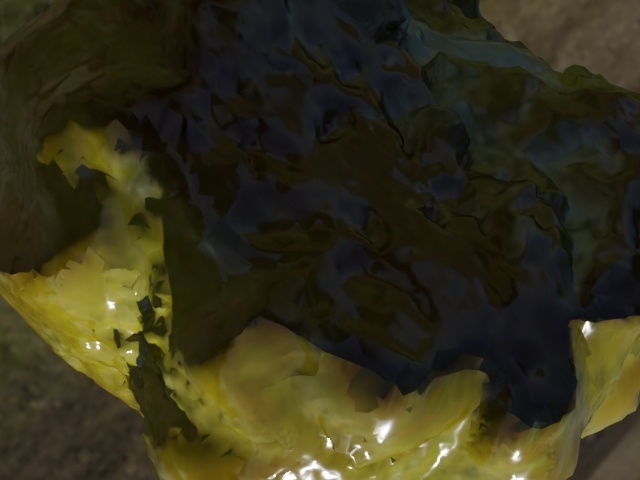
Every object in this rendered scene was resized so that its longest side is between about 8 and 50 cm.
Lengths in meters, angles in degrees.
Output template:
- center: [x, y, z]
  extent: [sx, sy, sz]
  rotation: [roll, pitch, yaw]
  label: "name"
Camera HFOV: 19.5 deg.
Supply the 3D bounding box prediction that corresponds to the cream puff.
- center: [0.001, -0.001, 0.703]
  extent: [0.282, 0.282, 0.185]
  rotation: [-35, 168, -41]
  label: "cream puff"
